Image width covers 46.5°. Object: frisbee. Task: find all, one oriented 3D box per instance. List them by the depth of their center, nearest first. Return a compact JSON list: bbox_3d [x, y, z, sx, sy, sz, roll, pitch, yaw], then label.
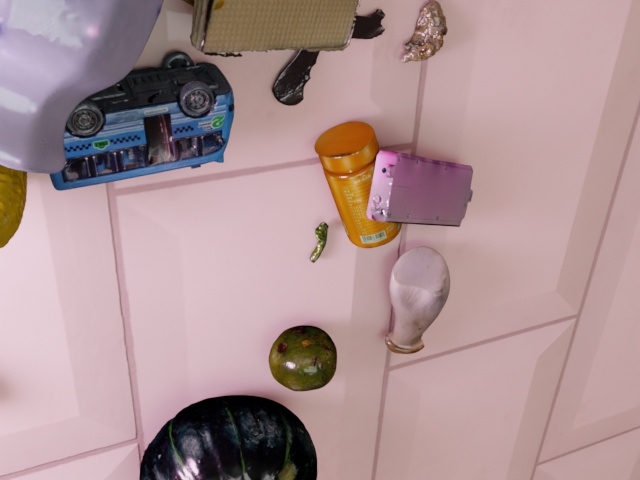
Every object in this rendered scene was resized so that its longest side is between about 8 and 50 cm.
[{"bbox_3d":[0.011,-0.298,1.070,0.188,0.012,0.210,-10,124,-24],"label":"frisbee"}]

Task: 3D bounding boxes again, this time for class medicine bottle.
[{"bbox_3d":[0.064,-0.085,1.183,0.096,0.096,0.191,-30,130,-8],"label":"medicine bottle"}]

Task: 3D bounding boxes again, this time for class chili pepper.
[{"bbox_3d":[0.000,0.000,1.254,0.027,0.022,0.083,-4,126,-28],"label":"chili pepper"}]

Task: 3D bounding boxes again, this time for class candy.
[{"bbox_3d":[-0.398,-0.061,0.887,0.094,0.199,0.106,-3,130,-21],"label":"candy"}]

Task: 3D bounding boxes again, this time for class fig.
[{"bbox_3d":[-0.032,0.225,1.326,0.123,0.123,0.156,-15,138,-19],"label":"fig"}]

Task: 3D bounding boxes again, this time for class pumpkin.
[{"bbox_3d":[-0.157,0.419,1.307,0.315,0.238,0.315,-13,129,-16],"label":"pumpkin"}]

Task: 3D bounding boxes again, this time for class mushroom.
[{"bbox_3d":[0.178,0.116,1.390,0.116,0.093,0.225,-6,134,-7],"label":"mushroom"}]

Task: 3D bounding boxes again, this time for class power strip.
[{"bbox_3d":[0.168,-0.080,1.207,0.279,0.038,0.109,1,100,-52],"label":"power strip"}]

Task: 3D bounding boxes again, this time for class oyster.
[{"bbox_3d":[0.159,-0.312,1.124,0.081,0.038,0.083,-21,129,-13],"label":"oyster"}]

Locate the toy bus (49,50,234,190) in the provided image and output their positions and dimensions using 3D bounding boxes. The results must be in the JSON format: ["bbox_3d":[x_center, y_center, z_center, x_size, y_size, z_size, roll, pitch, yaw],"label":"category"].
[{"bbox_3d":[-0.239,-0.152,0.964,0.247,0.113,0.134,-13,130,-19],"label":"toy bus"}]

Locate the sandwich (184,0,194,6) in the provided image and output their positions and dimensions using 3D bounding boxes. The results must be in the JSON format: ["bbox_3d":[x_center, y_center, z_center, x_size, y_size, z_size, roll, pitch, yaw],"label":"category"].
[{"bbox_3d":[-0.168,-0.348,0.937,0.079,0.113,0.163,-56,163,13],"label":"sandwich"}]

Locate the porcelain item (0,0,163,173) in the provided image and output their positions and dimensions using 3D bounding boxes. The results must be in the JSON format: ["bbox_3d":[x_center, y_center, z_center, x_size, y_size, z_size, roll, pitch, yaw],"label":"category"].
[{"bbox_3d":[-0.280,-0.286,0.774,0.178,0.243,0.405,18,100,-57],"label":"porcelain item"}]

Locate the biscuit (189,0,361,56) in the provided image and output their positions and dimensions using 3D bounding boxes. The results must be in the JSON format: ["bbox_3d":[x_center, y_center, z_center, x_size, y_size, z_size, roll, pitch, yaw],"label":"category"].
[{"bbox_3d":[-0.048,-0.314,0.949,0.252,0.052,0.150,-16,132,-40],"label":"biscuit"}]
